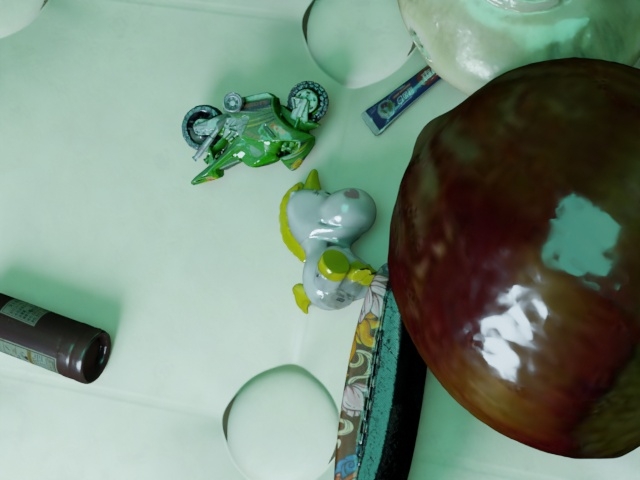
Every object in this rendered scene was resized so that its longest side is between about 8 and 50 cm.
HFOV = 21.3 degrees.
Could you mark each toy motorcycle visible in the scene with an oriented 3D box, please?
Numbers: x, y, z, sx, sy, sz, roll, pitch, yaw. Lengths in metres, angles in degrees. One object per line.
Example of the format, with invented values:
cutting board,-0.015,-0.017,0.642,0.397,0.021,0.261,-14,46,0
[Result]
toy motorcycle,-0.076,-0.129,2.069,0.190,0.074,0.106,-12,87,14

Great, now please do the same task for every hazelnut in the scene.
hazelnut,0.265,0.012,1.788,0.421,0.353,0.421,7,117,15

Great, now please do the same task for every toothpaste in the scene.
toothpaste,0.111,-0.181,2.044,0.140,0.021,0.037,-39,68,10

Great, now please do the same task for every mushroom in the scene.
mushroom,0.262,-0.310,1.903,0.356,0.315,0.315,-16,74,47

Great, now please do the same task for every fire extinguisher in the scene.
fire extinguisher,-0.380,0.110,2.099,0.231,0.099,0.071,18,100,17

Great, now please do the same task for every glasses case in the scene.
glasses case,0.071,0.184,1.942,0.082,0.122,0.321,7,83,16

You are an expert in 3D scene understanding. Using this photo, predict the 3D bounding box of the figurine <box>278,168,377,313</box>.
figurine,0.006,-0.004,2.013,0.129,0.109,0.178,-17,72,37
